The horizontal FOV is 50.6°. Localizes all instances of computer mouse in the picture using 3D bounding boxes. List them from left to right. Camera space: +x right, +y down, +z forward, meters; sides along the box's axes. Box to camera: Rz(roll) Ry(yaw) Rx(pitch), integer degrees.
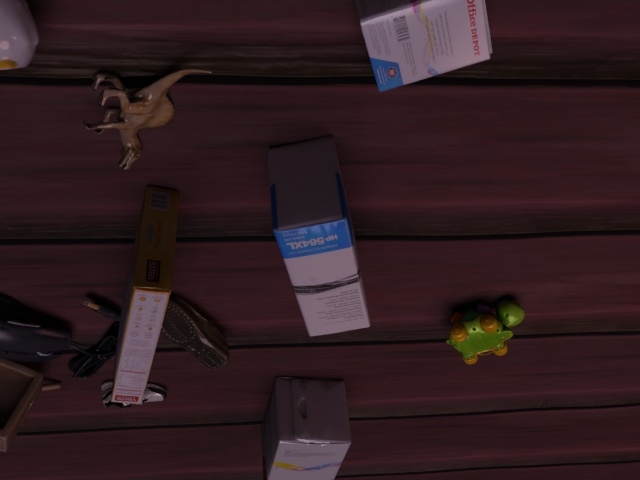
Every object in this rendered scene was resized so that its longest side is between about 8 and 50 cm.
[{"bbox_3d":[-0.404,0.134,0.988,0.184,0.060,0.262,-34,130,26],"label":"computer mouse"}]

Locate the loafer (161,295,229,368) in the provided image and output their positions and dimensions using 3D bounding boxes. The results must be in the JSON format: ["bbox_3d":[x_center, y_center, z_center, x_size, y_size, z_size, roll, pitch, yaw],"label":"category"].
[{"bbox_3d":[-0.194,0.135,1.026,0.056,0.050,0.148,-28,116,16],"label":"loafer"}]

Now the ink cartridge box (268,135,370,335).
[{"bbox_3d":[0.000,0.000,0.836,0.086,0.148,0.203,-11,136,3],"label":"ink cartridge box"}]

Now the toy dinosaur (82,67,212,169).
[{"bbox_3d":[-0.199,-0.152,0.739,0.092,0.053,0.183,10,143,-38],"label":"toy dinosaur"}]

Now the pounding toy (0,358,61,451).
[{"bbox_3d":[-0.492,0.241,1.047,0.130,0.141,0.100,25,141,-8],"label":"pounding toy"}]

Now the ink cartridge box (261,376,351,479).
[{"bbox_3d":[-0.030,0.343,1.200,0.127,0.128,0.176,4,135,-12],"label":"ink cartridge box"}]

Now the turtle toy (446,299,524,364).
[{"bbox_3d":[0.259,0.136,1.067,0.130,0.066,0.095,-20,134,13],"label":"turtle toy"}]

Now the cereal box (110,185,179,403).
[{"bbox_3d":[-0.227,0.074,0.869,0.047,0.173,0.240,9,135,-17],"label":"cereal box"}]

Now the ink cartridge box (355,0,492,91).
[{"bbox_3d":[0.106,-0.217,0.695,0.122,0.052,0.088,-14,136,9],"label":"ink cartridge box"}]

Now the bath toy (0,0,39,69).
[{"bbox_3d":[-0.434,-0.208,0.591,0.348,0.151,0.129,-3,106,-7],"label":"bath toy"}]

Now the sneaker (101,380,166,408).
[{"bbox_3d":[-0.317,0.267,1.149,0.109,0.044,0.040,6,132,-15],"label":"sneaker"}]
